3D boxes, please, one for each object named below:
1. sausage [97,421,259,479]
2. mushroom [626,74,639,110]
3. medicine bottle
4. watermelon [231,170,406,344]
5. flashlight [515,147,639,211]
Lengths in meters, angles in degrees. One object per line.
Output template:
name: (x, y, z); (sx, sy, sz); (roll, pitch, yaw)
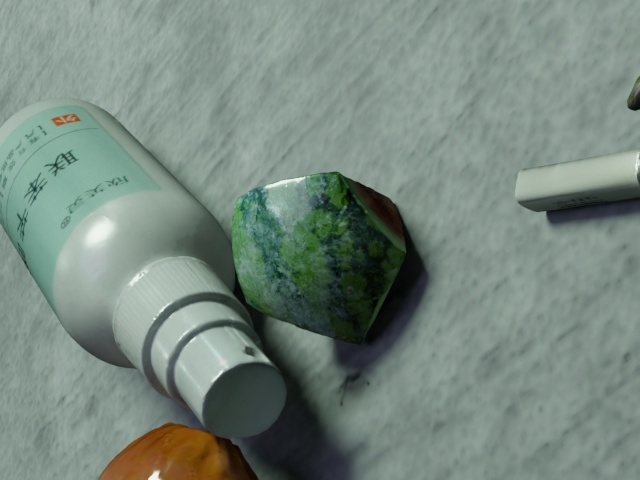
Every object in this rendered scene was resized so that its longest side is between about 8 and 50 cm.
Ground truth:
sausage: (-0.091, 0.223, 0.645); (0.113, 0.113, 0.259); (7, 80, 56)
mushroom: (0.171, 0.085, 0.320); (0.247, 0.130, 0.344); (130, 145, -56)
medicine bottle: (-0.113, 0.014, 0.763); (0.352, 0.110, 0.110); (42, 111, 55)
watermelon: (-0.003, 0.005, 0.651); (0.084, 0.092, 0.072); (-58, -6, 6)
flashlight: (0.117, -0.026, 0.531); (0.083, 0.018, 0.018); (-9, 67, 54)
